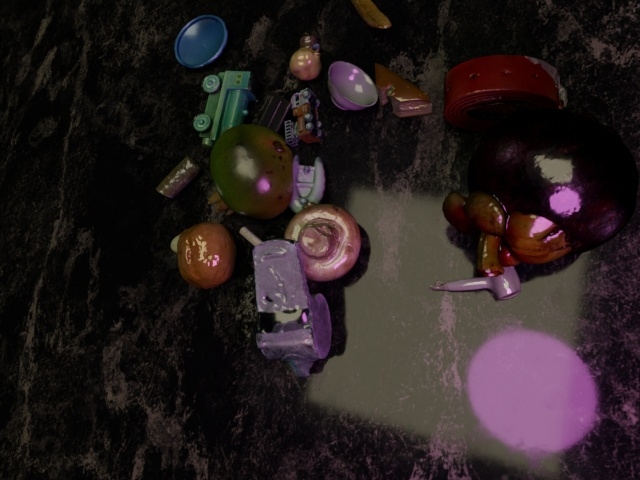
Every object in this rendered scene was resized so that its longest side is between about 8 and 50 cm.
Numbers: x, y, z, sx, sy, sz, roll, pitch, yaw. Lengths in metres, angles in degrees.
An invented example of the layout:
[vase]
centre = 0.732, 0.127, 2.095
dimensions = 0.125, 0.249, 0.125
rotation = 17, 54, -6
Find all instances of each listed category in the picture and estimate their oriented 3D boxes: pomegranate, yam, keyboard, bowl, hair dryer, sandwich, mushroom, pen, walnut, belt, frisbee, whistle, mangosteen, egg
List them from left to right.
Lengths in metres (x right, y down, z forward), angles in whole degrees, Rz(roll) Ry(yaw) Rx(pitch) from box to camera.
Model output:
[yam]
centre = -0.523, -0.232, 1.550
dimensions = 0.179, 0.078, 0.078
rotation = -44, 68, 5
[egg]
centre = -0.488, 0.010, 1.484
dimensions = 0.071, 0.071, 0.083
rotation = 36, 87, 22
[frisbee]
centre = -0.474, -0.792, 1.678
dimensions = 0.242, 0.045, 0.241
rotation = -5, 76, 18
[walnut]
centre = -0.375, 0.050, 1.377
dimensions = 0.196, 0.195, 0.221
rotation = -4, 78, 17
[pomegranate]
centre = -0.256, -0.203, 1.332
dimensions = 0.359, 0.216, 0.309
rotation = -32, 68, 32
[keyboard]
centre = -0.224, -0.331, 1.477
dimensions = 0.103, 0.041, 0.381
rotation = 37, 100, 23
[pen]
centre = -0.176, 0.038, 1.394
dimensions = 0.269, 0.033, 0.033
rotation = 38, 91, 22
[whistle]
centre = -0.091, 0.198, 1.187
dimensions = 0.168, 0.404, 0.188
rotation = -7, 34, 17
[mushroom]
centre = 0.000, 0.000, 1.268
dimensions = 0.255, 0.184, 0.254
rotation = 0, 91, 24
[bowl]
centre = 0.088, -0.492, 1.383
dimensions = 0.086, 0.189, 0.188
rotation = -43, 61, 49
[sandwich]
centre = 0.244, -0.471, 1.341
dimensions = 0.088, 0.090, 0.244
rotation = -45, 68, 1
[hair dryer]
centre = 0.417, 0.083, 1.182
dimensions = 0.237, 0.075, 0.206
rotation = -21, 65, 21
[belt]
centre = 0.509, -0.403, 1.168
dimensions = 0.324, 0.227, 0.115
rotation = 5, 79, 0
[mangosteen]
centre = 0.519, -0.105, 1.031
dimensions = 0.382, 0.382, 0.435
rotation = 46, 109, 22

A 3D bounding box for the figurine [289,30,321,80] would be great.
[figurine]
centre = -0.048, -0.661, 1.489
dimensions = 0.114, 0.108, 0.195
rotation = 1, 60, 9

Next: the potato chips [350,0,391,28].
[potato chips]
centre = 0.141, -0.862, 1.475
dimensions = 0.057, 0.080, 0.406
rotation = -21, 69, -5

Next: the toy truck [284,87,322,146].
[toy truck]
centre = -0.063, -0.423, 1.441
dimensions = 0.115, 0.080, 0.177
rotation = -9, 76, 26

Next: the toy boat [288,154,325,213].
[toy boat]
centre = -0.051, -0.184, 1.361
dimensions = 0.134, 0.079, 0.207
rotation = 8, 77, -4

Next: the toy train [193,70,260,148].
[toy train]
centre = -0.341, -0.476, 1.525
dimensions = 0.194, 0.120, 0.297
rotation = 7, 80, 15
